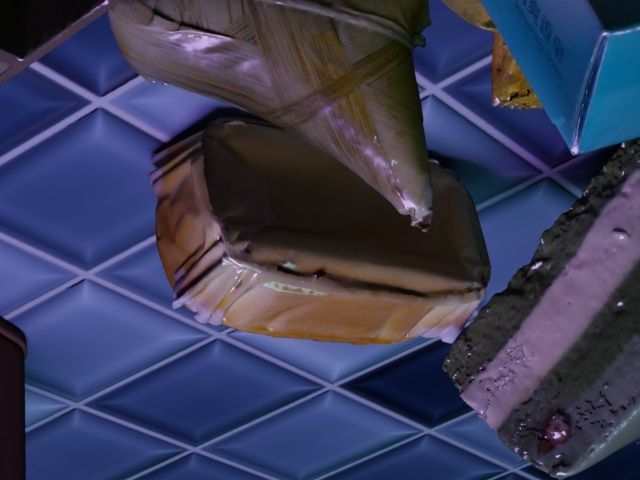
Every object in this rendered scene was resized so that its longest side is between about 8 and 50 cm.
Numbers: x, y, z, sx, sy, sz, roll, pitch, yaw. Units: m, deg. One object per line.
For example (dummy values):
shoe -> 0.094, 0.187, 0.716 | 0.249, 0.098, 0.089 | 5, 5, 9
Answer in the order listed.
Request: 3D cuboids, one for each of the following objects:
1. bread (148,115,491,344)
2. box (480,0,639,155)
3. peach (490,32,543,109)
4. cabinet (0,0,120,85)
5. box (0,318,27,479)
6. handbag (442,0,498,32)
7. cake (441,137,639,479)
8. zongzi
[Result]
bread -> 0.000, 0.000, 1.314 | 0.241, 0.136, 0.107 | 9, 145, -32
box -> 0.202, -0.153, 0.878 | 0.244, 0.153, 0.092 | -18, 147, -14
peach -> 0.176, -0.130, 1.150 | 0.092, 0.127, 0.172 | -3, 155, -16
cabinet -> -0.216, -0.173, 0.936 | 0.215, 0.148, 0.174 | -29, 145, 32
box -> -0.414, 0.195, 1.433 | 0.339, 0.229, 0.239 | -20, 150, 17
handbag -> 0.097, -0.285, 0.867 | 0.283, 0.133, 0.401 | -27, 146, 19
cake -> 0.231, 0.022, 1.301 | 0.283, 0.158, 0.172 | -31, 146, -24
zongzi -> -0.026, -0.094, 1.084 | 0.194, 0.197, 0.099 | -5, 165, -1
